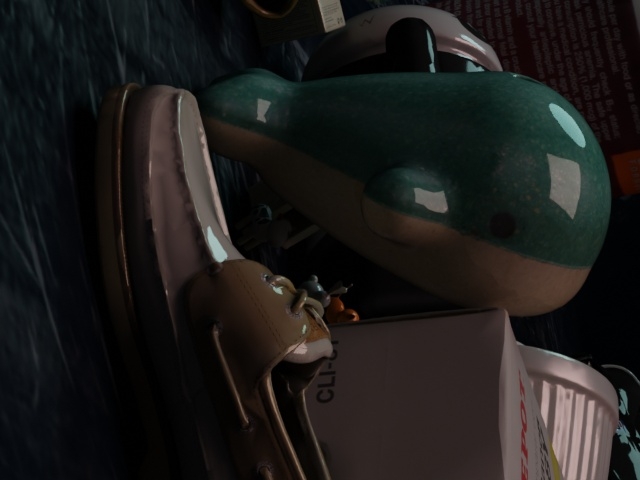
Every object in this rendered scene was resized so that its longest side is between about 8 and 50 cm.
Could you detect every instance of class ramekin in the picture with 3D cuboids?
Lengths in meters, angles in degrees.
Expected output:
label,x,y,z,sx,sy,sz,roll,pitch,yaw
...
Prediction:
label,x,y,z,sx,sy,sz,roll,pitch,yaw
ramekin,0.119,0.166,1.345,0.207,0.207,0.109,58,34,-57

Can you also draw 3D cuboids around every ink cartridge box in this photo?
label,x,y,z,sx,sy,sz,roll,pitch,yaw
ink cartridge box,0.083,0.266,1.131,0.384,0.160,0.279,65,23,-46

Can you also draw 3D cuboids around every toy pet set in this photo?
label,x,y,z,sx,sy,sz,roll,pitch,yaw
toy pet set,0.000,0.000,1.208,0.122,0.065,0.114,41,26,-43

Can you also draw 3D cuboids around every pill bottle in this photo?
label,x,y,z,sx,sy,sz,roll,pitch,yaw
pill bottle,0.239,-0.144,1.703,0.224,0.392,0.224,-12,90,-77

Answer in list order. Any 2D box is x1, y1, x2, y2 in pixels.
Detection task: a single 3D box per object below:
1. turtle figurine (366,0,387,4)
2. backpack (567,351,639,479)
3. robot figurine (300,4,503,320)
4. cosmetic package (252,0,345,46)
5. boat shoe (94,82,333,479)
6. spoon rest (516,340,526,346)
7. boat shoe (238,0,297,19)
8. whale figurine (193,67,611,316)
label,x,y,z,sx,sy,sz,roll,pitch,yaw
turtle figurine,0.014,-0.279,1.478,0.234,0.118,0.175,-128,-151,-86
backpack,0.228,0.256,1.588,0.253,0.225,0.191,-120,-156,-48
robot figurine,0.072,-0.050,1.377,0.174,0.209,0.278,20,50,-32
cosmetic package,-0.027,-0.209,1.354,0.041,0.060,0.115,-32,111,-62
boat shoe,-0.044,0.059,0.931,0.113,0.103,0.302,18,61,-76
spoon rest,0.212,0.179,1.993,0.276,0.084,0.137,56,25,-56
boat shoe,-0.058,-0.268,1.167,0.307,0.111,0.104,59,21,-54
whale figurine,0.056,-0.059,1.128,0.216,0.272,0.141,-62,177,-78
